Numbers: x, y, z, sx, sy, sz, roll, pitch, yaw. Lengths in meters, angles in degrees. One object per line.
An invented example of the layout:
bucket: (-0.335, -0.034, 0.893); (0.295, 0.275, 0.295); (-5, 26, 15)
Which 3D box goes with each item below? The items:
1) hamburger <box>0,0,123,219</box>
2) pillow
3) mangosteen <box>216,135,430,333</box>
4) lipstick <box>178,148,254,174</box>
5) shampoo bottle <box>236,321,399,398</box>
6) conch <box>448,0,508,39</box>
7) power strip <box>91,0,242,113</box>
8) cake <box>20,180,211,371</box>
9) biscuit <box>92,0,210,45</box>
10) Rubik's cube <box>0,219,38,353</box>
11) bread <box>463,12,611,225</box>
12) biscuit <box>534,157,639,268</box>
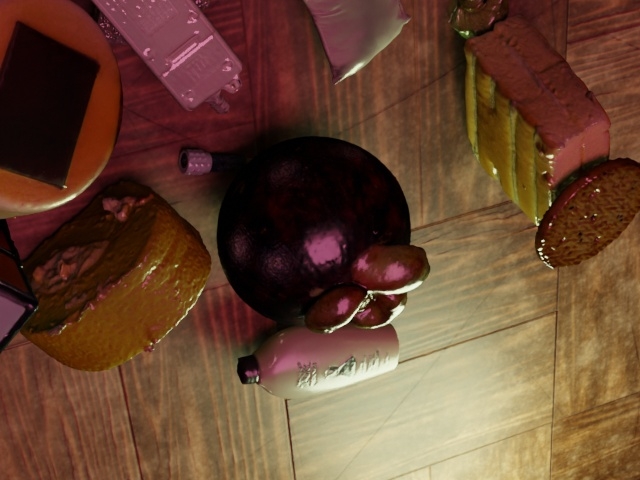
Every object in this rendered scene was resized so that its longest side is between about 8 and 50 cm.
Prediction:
hamburger: (-0.371, -0.167, 1.472); (0.302, 0.170, 0.302); (-12, 106, -47)
pillow: (0.019, -0.337, 1.650); (0.144, 0.078, 0.254); (-35, 129, -3)
mangosteen: (0.000, 0.000, 1.721); (0.288, 0.288, 0.288); (-12, 124, -19)
lipstick: (-0.135, -0.106, 1.747); (0.116, 0.037, 0.037); (1, 119, -30)
shampoo bottle: (-0.006, 0.182, 1.957); (0.257, 0.078, 0.127); (-7, 123, -21)
conch: (0.224, -0.320, 1.780); (0.089, 0.074, 0.121); (-30, 151, 14)
power strip: (-0.204, -0.276, 1.533); (0.098, 0.058, 0.338); (-39, 127, 1)
cake: (-0.281, 0.055, 1.682); (0.260, 0.179, 0.156); (-43, 127, 3)
biscuit: (-0.193, -0.354, 1.557); (0.147, 0.046, 0.250); (4, 117, -28)
Rubik's cube: (-0.545, 0.051, 1.486); (0.288, 0.283, 0.293); (-47, 124, 8)
bread: (0.300, -0.145, 1.776); (0.111, 0.239, 0.246); (-25, 145, -10)
biscuit: (0.368, -0.038, 1.733); (0.188, 0.027, 0.188); (-24, 143, -19)
